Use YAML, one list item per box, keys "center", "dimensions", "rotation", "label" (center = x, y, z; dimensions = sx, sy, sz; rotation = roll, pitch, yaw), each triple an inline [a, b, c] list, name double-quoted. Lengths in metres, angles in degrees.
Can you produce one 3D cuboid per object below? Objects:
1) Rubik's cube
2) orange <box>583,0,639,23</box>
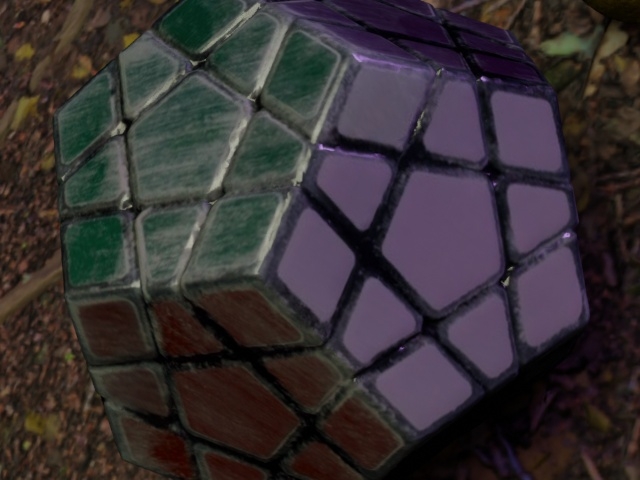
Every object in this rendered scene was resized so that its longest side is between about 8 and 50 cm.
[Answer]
- center: [0.000, 0.000, 0.871]
  dimensions: [0.319, 0.319, 0.264]
  rotation: [-41, 77, 12]
  label: "Rubik's cube"
- center: [0.187, -0.175, 0.945]
  dimensions: [0.085, 0.085, 0.095]
  rotation: [-29, 78, 20]
  label: "orange"
